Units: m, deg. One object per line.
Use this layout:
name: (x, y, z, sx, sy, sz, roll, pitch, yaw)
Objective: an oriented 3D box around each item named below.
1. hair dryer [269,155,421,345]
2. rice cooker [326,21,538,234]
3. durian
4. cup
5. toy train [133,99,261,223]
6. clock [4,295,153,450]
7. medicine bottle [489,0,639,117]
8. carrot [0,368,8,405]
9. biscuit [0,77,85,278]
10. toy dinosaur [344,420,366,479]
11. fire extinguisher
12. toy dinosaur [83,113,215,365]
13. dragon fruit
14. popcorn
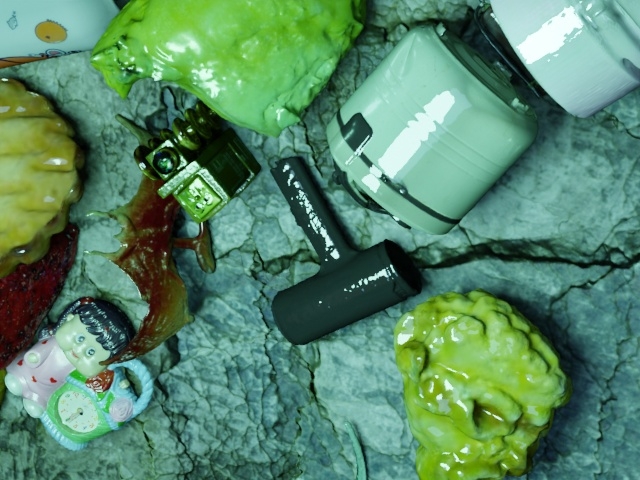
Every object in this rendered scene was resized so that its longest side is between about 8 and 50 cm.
hair dryer: (0.000, 0.000, 1.599, 0.197, 0.089, 0.251, -27, 85, 21)
rice cooker: (0.135, -0.134, 1.456, 0.226, 0.226, 0.244, 40, 108, 3)
durian: (-0.101, -0.270, 1.485, 0.256, 0.204, 0.339, 42, 86, -14)
cup: (-0.412, -0.342, 1.549, 0.317, 0.212, 0.212, -8, 101, 16)
toy train: (-0.159, -0.102, 1.534, 0.090, 0.225, 0.137, -36, 99, 18)
clock: (-0.345, 0.195, 1.718, 0.195, 0.100, 0.194, -38, 95, 22)
medicine bottle: (0.380, -0.313, 1.323, 0.325, 0.256, 0.256, -33, 93, 28)
carrot: (-0.535, 0.251, 1.789, 0.082, 0.082, 0.173, 27, 108, 7)
biscuit: (-0.484, -0.078, 1.621, 0.326, 0.107, 0.326, -2, 62, 4)
toy dinosaur: (0.089, 0.455, 1.670, 0.129, 0.076, 0.383, 11, 100, 37)
fire extinguisher: (0.250, -0.256, 1.481, 0.064, 0.043, 0.158, -40, 90, -10)
toy dinosaur: (-0.256, -0.010, 1.623, 0.113, 0.206, 0.327, -6, 107, 48)
dragon fruit: (-0.513, 0.087, 1.675, 0.205, 0.317, 0.152, 21, 133, 23)
popcorn: (0.219, 0.200, 1.531, 0.225, 0.174, 0.286, -10, 101, 9)
